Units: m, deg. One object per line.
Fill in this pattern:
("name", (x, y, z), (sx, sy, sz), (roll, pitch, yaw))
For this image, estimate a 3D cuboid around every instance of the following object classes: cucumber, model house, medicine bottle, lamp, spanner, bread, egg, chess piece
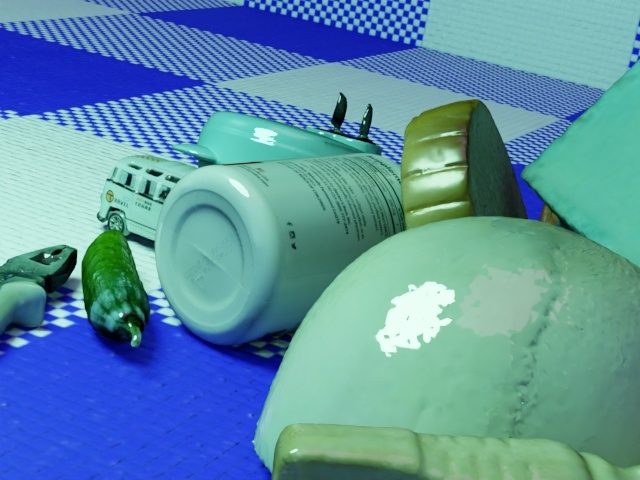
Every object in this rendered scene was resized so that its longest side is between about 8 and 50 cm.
("cucumber", (-0.183, 0.042, 1.124), (0.056, 0.056, 0.250), (5, 16, -15))
("model house", (0.371, -0.009, 1.133), (0.249, 0.230, 0.280), (41, 9, -31))
("medicine bottle", (0.000, 0.000, 1.187), (0.157, 0.157, 0.289), (24, 22, 38))
("lamp", (-0.024, -0.079, 1.441), (0.209, 0.147, 0.284), (20, 22, 25))
("spanner", (-0.286, 0.054, 1.052), (0.096, 0.040, 0.325), (15, 19, 15))
("bread", (0.137, -0.008, 1.165), (0.070, 0.236, 0.236), (-11, 10, 20))
("egg", (0.121, 0.082, 0.926), (0.337, 0.201, 0.337), (9, 14, -2))
("chess piece", (0.116, 0.173, 0.732), (0.301, 0.137, 0.137), (8, 17, -8))

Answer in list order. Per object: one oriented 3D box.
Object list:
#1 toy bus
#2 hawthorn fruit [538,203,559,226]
("toy bus", (-0.145, -0.033, 1.328), (0.194, 0.089, 0.087), (20, 20, 34))
("hawthorn fruit", (0.318, -0.027, 1.441), (0.149, 0.189, 0.149), (0, 46, 0))
